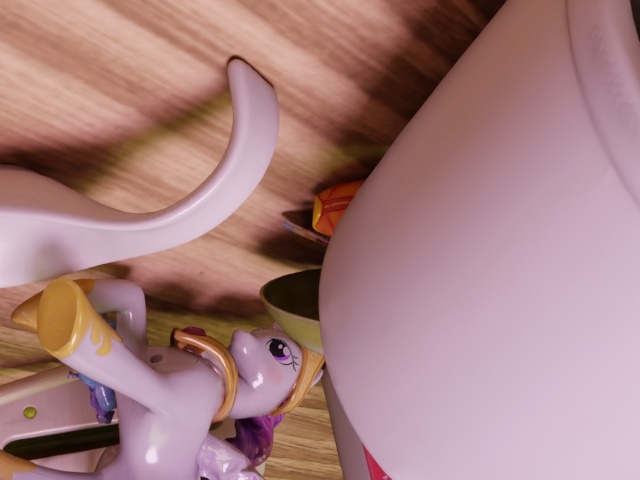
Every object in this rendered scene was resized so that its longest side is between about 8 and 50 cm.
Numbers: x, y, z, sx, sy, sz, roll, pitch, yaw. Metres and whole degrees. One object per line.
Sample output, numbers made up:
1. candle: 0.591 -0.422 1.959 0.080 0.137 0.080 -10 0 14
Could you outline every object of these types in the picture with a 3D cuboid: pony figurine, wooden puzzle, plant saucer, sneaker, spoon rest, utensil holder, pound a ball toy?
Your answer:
1. pony figurine: -0.123 0.190 1.068 0.302 0.351 0.363 12 -179 35
2. wooden puzzle: 0.000 0.000 1.050 0.049 0.006 0.083 25 180 20
3. plant saucer: 0.072 0.059 1.066 0.240 0.037 0.241 2 -170 0
4. sneaker: 0.058 -0.013 1.059 0.067 0.064 0.175 -5 161 36
5. spoon rest: -0.152 -0.020 0.870 0.276 0.084 0.137 -23 156 18
6. utensil holder: 0.202 -0.013 0.798 0.327 0.328 0.385 -3 158 -24
7. pound a ball toy: -0.213 0.196 1.267 0.319 0.136 0.208 -7 156 -16

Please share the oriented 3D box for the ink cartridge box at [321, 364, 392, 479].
1. ink cartridge box: 0.175 0.191 1.360 0.306 0.226 0.131 -7 157 -14
